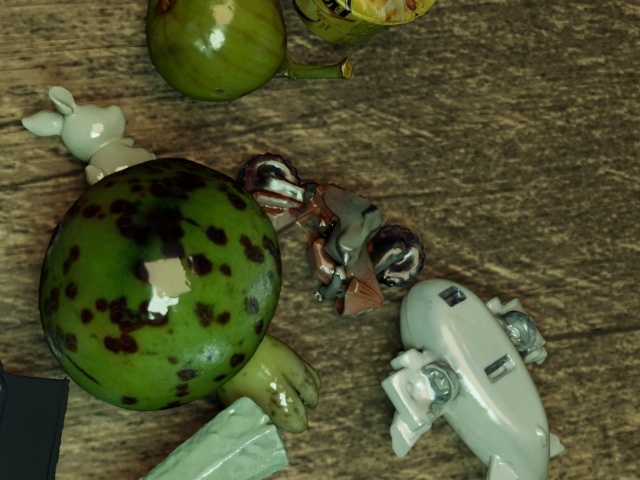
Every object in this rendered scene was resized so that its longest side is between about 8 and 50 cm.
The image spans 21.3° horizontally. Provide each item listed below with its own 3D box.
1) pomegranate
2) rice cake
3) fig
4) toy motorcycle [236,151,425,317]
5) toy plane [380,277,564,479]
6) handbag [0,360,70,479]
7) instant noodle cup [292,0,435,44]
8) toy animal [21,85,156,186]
[{"bbox_3d":[-0.131,0.077,1.585,0.242,0.242,0.305,-27,100,-24],"label":"pomegranate"},{"bbox_3d":[-0.176,0.267,1.527,0.336,0.066,0.063,-37,51,-8],"label":"rice cake"},{"bbox_3d":[-0.087,-0.212,1.734,0.186,0.148,0.142,17,49,-56],"label":"fig"},{"bbox_3d":[0.000,0.000,1.731,0.213,0.084,0.118,30,69,-3],"label":"toy motorcycle"},{"bbox_3d":[0.155,0.152,1.737,0.245,0.117,0.244,16,58,-29],"label":"toy plane"},{"bbox_3d":[-0.395,0.184,1.480,0.326,0.118,0.269,14,51,-11],"label":"handbag"},{"bbox_3d":[0.043,-0.280,1.797,0.152,0.122,0.151,4,77,-18],"label":"instant noodle cup"},{"bbox_3d":[-0.222,-0.094,1.676,0.085,0.071,0.124,-21,74,-43],"label":"toy animal"}]
